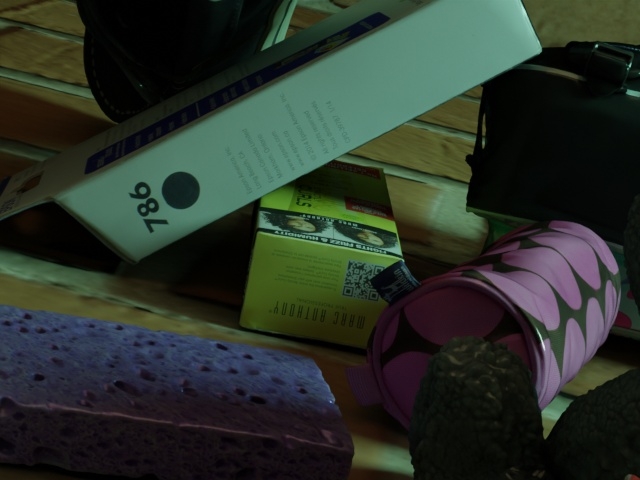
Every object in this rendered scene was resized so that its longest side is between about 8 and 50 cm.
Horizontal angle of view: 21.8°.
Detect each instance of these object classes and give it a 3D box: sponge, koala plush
[{"bbox_3d":[-0.096,0.065,0.708,0.210,0.031,0.117,10,14,-14],"label":"sponge"},{"bbox_3d":[0.175,0.037,0.666,0.196,0.221,0.203,5,16,-31],"label":"koala plush"}]

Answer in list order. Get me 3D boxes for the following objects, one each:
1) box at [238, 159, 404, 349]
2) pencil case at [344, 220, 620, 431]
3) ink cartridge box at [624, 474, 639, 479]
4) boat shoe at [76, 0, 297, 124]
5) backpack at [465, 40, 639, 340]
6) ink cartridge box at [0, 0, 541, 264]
[{"bbox_3d":[0.000,0.000,0.994,0.087,0.058,0.232,11,14,-2],"label":"box"},{"bbox_3d":[0.092,0.042,0.864,0.098,0.095,0.209,-26,-4,23],"label":"pencil case"},{"bbox_3d":[0.210,0.152,0.441,0.296,0.066,0.261,29,18,9],"label":"ink cartridge box"},{"bbox_3d":[-0.098,-0.189,1.103,0.156,0.187,0.500,-16,-8,-23],"label":"boat shoe"},{"bbox_3d":[0.204,-0.040,1.063,0.225,0.191,0.253,14,17,4],"label":"backpack"},{"bbox_3d":[-0.040,-0.072,1.002,0.332,0.065,0.165,-26,14,1],"label":"ink cartridge box"}]
